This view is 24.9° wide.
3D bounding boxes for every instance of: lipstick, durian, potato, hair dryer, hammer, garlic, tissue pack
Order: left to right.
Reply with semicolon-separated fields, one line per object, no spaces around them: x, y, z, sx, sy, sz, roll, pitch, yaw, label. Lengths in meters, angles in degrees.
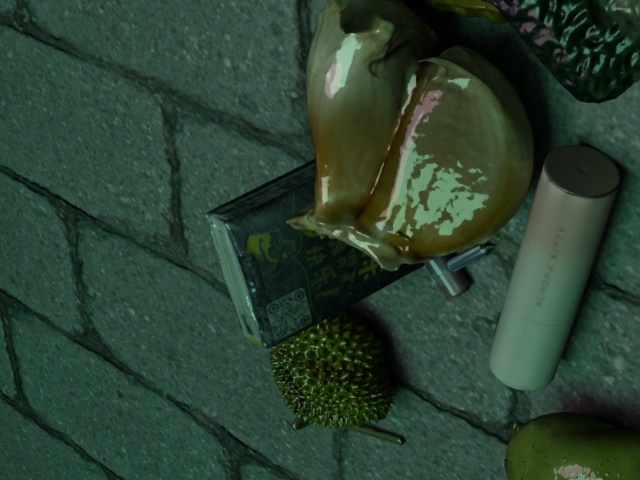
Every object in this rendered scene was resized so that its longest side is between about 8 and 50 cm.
0.000;0.000;1.822;0.081;0.257;0.185;26;137;54;tissue pack
0.019;0.186;2.042;0.198;0.159;0.146;54;150;3;durian
0.042;0.286;2.193;0.195;0.060;0.028;10;125;41;hammer
0.091;-0.131;1.650;0.286;0.249;0.313;37;128;40;garlic
0.185;0.029;1.833;0.114;0.037;0.063;-31;94;48;hair dryer
0.268;0.039;1.690;0.087;0.087;0.327;36;140;26;lipstick
0.342;0.287;1.759;0.248;0.143;0.169;0;156;45;potato

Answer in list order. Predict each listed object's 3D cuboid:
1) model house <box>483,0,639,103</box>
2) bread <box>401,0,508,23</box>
0.289;-0.320;1.254;0.298;0.243;0.284;51;143;-11;model house
0.147;-0.286;1.583;0.367;0.084;0.077;20;87;43;bread
